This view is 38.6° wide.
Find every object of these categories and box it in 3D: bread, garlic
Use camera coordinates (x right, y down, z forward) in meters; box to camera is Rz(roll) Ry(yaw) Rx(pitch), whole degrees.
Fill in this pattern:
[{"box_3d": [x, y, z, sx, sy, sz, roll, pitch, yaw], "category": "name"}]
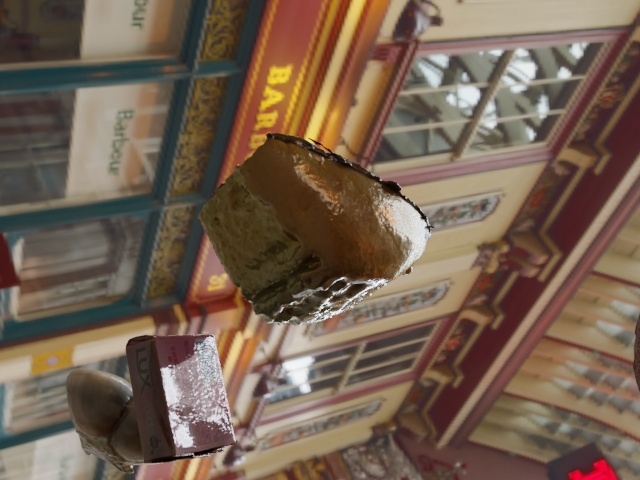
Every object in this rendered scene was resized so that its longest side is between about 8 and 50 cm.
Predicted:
[{"box_3d": [0.000, 0.000, 1.068, 0.204, 0.262, 0.163, -43, -148, 44], "category": "bread"}, {"box_3d": [-0.255, 0.231, 1.199, 0.174, 0.099, 0.124, 20, -40, 11], "category": "garlic"}]

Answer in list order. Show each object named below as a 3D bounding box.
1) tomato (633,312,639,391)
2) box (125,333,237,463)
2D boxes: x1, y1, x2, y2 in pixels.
[{"box_3d": [0.431, 0.108, 1.006, 0.225, 0.085, 0.225, -173, -90, -84], "category": "tomato"}, {"box_3d": [-0.171, 0.191, 1.117, 0.060, 0.111, 0.156, -21, -105, 34], "category": "box"}]
